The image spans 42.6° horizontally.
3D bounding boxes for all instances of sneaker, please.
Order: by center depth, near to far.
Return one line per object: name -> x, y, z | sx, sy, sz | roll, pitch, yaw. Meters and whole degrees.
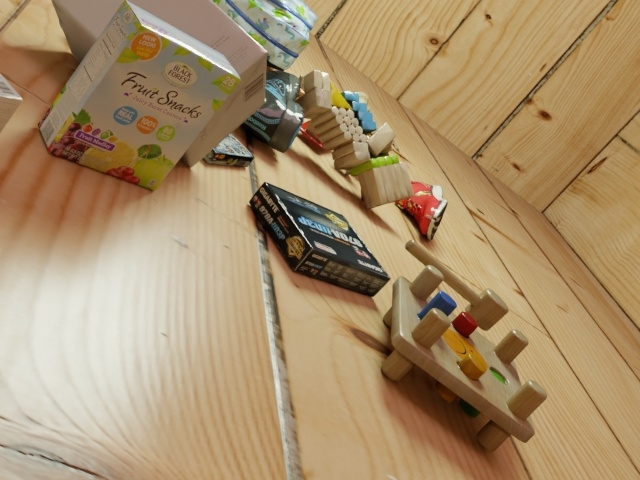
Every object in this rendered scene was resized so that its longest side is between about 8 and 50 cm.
sneaker -> -0.123, -0.309, 1.764 | 0.139, 0.125, 0.341 | 25, 18, -19
sneaker -> 0.247, -0.084, 2.083 | 0.118, 0.107, 0.279 | 20, 17, -5

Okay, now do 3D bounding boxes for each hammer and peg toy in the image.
hammer and peg toy -> 0.214, 0.157, 1.334 | 0.266, 0.127, 0.361 | 36, 18, -8

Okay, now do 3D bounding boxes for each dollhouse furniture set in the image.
dollhouse furniture set -> 0.022, -0.284, 2.063 | 0.262, 0.135, 0.259 | 42, 29, 6

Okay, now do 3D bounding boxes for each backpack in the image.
backpack -> -0.165, -0.627, 2.297 | 0.290, 0.273, 0.356 | 35, 29, -40

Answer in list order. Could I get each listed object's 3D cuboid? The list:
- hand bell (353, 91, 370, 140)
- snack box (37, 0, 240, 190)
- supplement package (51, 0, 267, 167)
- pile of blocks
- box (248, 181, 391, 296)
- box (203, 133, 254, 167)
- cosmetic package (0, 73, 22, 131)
hand bell -> 0.131, -0.288, 2.328 | 0.126, 0.126, 0.242 | 11, 47, -57
snack box -> -0.235, -0.181, 1.074 | 0.174, 0.207, 0.070 | 19, 27, -48
supplement package -> -0.246, -0.296, 1.283 | 0.293, 0.175, 0.177 | 44, -16, 8
pile of blocks -> 0.070, -0.225, 1.865 | 0.149, 0.112, 0.362 | -43, 105, -34
box -> 0.000, 0.000, 1.388 | 0.220, 0.051, 0.175 | 22, 26, -47
box -> -0.185, -0.172, 1.457 | 0.094, 0.027, 0.137 | 45, 18, 16
cosmetic package -> -0.429, -0.194, 0.884 | 0.239, 0.099, 0.060 | 46, 21, 18
